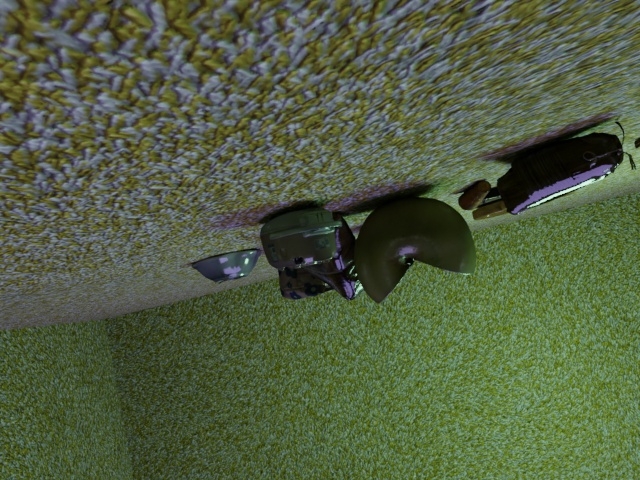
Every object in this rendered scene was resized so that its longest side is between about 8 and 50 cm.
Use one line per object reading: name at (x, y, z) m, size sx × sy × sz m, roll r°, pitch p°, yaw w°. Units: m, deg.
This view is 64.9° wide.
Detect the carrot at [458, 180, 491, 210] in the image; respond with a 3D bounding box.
carrot at (0.417, -0.123, 1.357) m, size 0.055 × 0.055 × 0.161 m, roll -13°, pitch 167°, yaw -5°

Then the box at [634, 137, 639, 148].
box at (0.827, -0.252, 1.182) m, size 0.133 × 0.023 × 0.090 m, roll -15°, pitch 175°, yaw 9°

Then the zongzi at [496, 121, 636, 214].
zongzi at (0.512, -0.164, 1.055) m, size 0.247 × 0.111 × 0.241 m, roll -25°, pitch -174°, yaw 37°

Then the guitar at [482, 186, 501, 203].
guitar at (0.585, -0.152, 1.483) m, size 0.271 × 0.038 × 0.084 m, roll -12°, pitch 175°, yaw 14°

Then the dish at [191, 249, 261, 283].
dish at (-0.291, 0.092, 1.612) m, size 0.229 × 0.081 × 0.229 m, roll -14°, pitch 174°, yaw -1°

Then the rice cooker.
rice cooker at (-0.045, -0.002, 1.095) m, size 0.145 × 0.127 × 0.206 m, roll -10°, pitch -178°, yaw -35°

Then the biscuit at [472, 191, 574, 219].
biscuit at (0.713, -0.140, 1.814) m, size 0.275 × 0.052 × 0.355 m, roll -9°, pitch 173°, yaw -36°

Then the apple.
apple at (0.224, 0.006, 1.257) m, size 0.295 × 0.233 × 0.258 m, roll -16°, pitch -171°, yaw 18°

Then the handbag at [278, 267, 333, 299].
handbag at (0.001, 0.093, 1.695) m, size 0.251 × 0.190 × 0.193 m, roll -11°, pitch -175°, yaw -44°

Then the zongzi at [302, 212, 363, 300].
zongzi at (0.000, 0.000, 1.397) m, size 0.286 × 0.288 × 0.134 m, roll 25°, pitch -121°, yaw 41°
